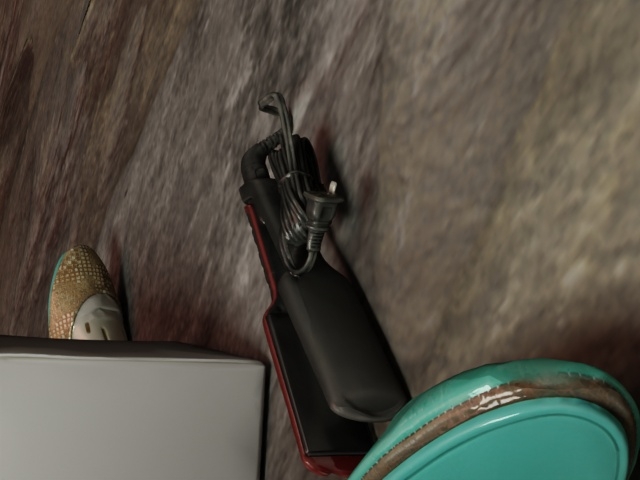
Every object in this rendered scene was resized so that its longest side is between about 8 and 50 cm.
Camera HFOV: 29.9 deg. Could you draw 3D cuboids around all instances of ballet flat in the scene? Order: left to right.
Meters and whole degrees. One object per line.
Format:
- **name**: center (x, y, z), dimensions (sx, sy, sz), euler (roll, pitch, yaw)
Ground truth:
- **ballet flat**: center (-0.185, 0.108, 0.985), dimensions (0.067, 0.073, 0.206), euler (5, 94, 39)
- **ballet flat**: center (0.037, 0.113, 0.447), dimensions (0.087, 0.083, 0.247), euler (-77, 8, -55)

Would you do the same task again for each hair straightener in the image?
- **hair straightener**: center (0.000, 0.000, 0.601), dimensions (0.230, 0.047, 0.089), euler (-104, 29, -43)

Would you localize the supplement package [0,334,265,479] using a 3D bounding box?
- **supplement package**: center (-0.150, 0.209, 0.731), dimensions (0.177, 0.175, 0.293), euler (177, 96, -67)
